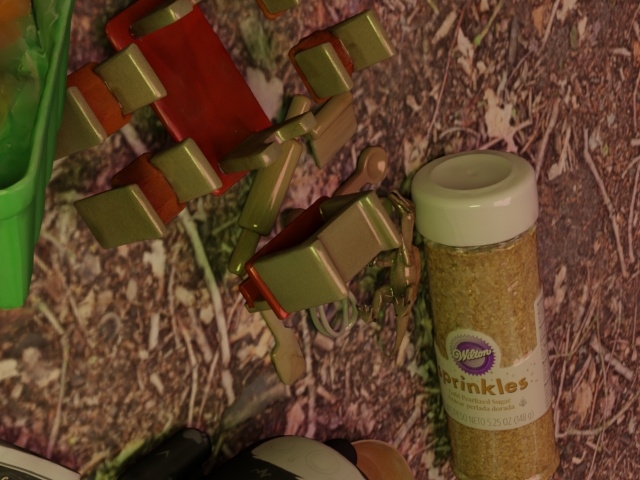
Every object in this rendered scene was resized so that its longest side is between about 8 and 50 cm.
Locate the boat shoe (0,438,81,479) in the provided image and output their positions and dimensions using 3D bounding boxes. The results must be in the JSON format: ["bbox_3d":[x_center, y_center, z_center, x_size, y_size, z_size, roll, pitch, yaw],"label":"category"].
[{"bbox_3d":[-0.225,0.164,0.873,0.142,0.049,0.040,39,72,-50],"label":"boat shoe"}]

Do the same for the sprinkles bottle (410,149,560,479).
[{"bbox_3d":[0.173,0.089,1.255,0.121,0.121,0.355,-35,126,-38],"label":"sprinkles bottle"}]

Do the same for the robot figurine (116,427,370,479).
[{"bbox_3d":[-0.052,0.262,0.979,0.278,0.209,0.173,-28,126,-54],"label":"robot figurine"}]

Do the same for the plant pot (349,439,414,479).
[{"bbox_3d":[0.011,0.304,1.203,0.236,0.032,0.236,-19,116,-46],"label":"plant pot"}]

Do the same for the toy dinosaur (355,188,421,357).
[{"bbox_3d":[0.076,0.048,1.162,0.092,0.053,0.183,-35,132,-57],"label":"toy dinosaur"}]

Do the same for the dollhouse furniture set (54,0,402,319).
[{"bbox_3d":[-0.065,-0.070,0.929,0.262,0.135,0.259,-42,108,-34],"label":"dollhouse furniture set"}]

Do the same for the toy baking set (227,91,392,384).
[{"bbox_3d":[-0.003,-0.004,1.092,0.197,0.030,0.256,35,75,-49],"label":"toy baking set"}]

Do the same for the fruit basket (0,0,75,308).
[{"bbox_3d":[-0.228,-0.146,0.603,0.327,0.165,0.353,-93,174,-46],"label":"fruit basket"}]
